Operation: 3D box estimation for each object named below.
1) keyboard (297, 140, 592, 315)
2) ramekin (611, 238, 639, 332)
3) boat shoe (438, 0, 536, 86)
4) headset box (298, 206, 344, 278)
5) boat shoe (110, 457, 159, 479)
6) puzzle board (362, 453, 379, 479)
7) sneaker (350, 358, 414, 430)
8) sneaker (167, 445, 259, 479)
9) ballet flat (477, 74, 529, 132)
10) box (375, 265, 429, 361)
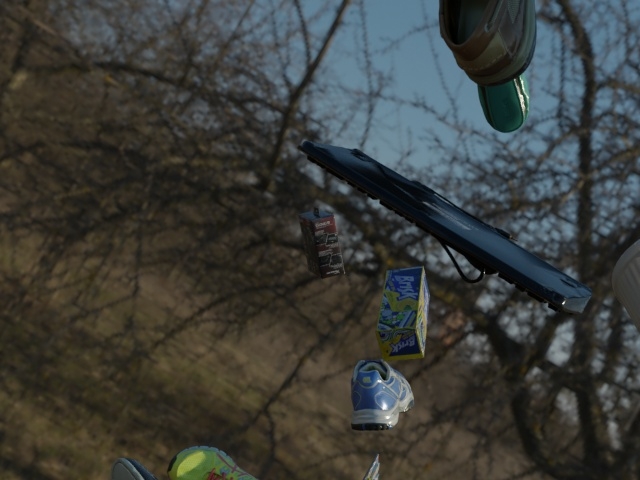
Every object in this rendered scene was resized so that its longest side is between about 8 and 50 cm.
[{"bbox_3d":[0.074,0.000,0.630,0.192,0.038,0.100,35,16,28],"label":"keyboard"},{"bbox_3d":[0.662,0.088,1.843,0.273,0.273,0.127,33,36,-40],"label":"ramekin"},{"bbox_3d":[0.203,-0.356,1.286,0.123,0.324,0.120,-11,-19,36],"label":"boat shoe"},{"bbox_3d":[0.000,0.000,1.297,0.032,0.083,0.062,-12,11,-15],"label":"headset box"},{"bbox_3d":[-0.249,0.447,1.700,0.079,0.095,0.254,-12,43,-45],"label":"boat shoe"},{"bbox_3d":[0.070,0.403,1.655,0.011,0.096,0.128,24,-31,16],"label":"puzzle board"},{"bbox_3d":[0.087,0.203,1.465,0.080,0.081,0.211,-4,5,8],"label":"sneaker"},{"bbox_3d":[-0.135,0.380,1.595,0.208,0.081,0.094,29,-4,-23],"label":"sneaker"},{"bbox_3d":[0.241,-0.268,1.467,0.087,0.083,0.247,-96,171,-51],"label":"ballet flat"},{"bbox_3d":[0.118,0.101,1.476,0.059,0.054,0.169,-8,27,13],"label":"box"}]
